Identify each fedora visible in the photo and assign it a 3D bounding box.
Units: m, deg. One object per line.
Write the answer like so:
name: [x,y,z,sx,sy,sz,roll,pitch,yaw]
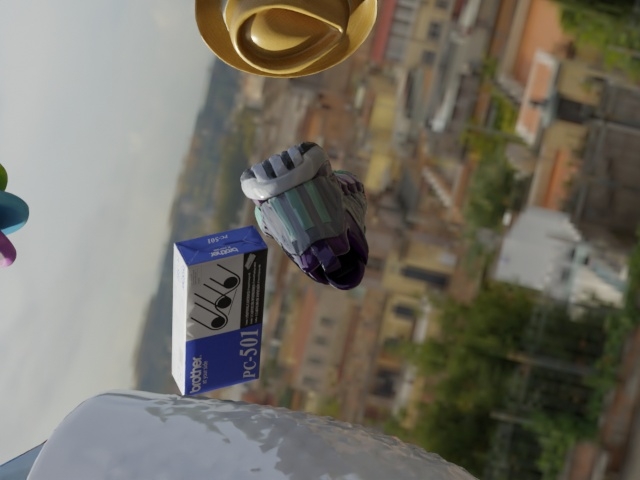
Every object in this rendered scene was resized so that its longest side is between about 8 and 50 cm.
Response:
fedora: [-0.034,-0.230,1.608,0.079,0.194,0.194,-96,17,-50]

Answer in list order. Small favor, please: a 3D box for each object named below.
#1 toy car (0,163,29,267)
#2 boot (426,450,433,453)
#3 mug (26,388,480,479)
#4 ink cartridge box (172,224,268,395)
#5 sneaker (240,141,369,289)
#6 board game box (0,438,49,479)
toy car: [-0.405,-0.009,1.731,0.182,0.136,0.159,-45,-19,-23]
boot: [-0.025,0.329,1.562,0.338,0.118,0.223,-47,-36,5]
mug: [-0.018,0.305,1.149,0.276,0.328,0.374,-47,-43,-58]
ink cartridge box: [-0.117,0.084,1.761,0.046,0.097,0.207,-123,28,-43]
sneaker: [0.000,0.000,1.133,0.098,0.083,0.224,64,-172,12]
board game box: [-0.305,0.389,1.439,0.308,0.302,0.086,58,165,20]
